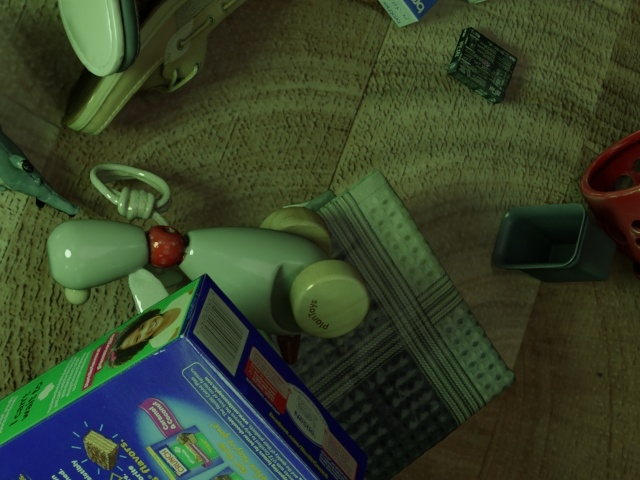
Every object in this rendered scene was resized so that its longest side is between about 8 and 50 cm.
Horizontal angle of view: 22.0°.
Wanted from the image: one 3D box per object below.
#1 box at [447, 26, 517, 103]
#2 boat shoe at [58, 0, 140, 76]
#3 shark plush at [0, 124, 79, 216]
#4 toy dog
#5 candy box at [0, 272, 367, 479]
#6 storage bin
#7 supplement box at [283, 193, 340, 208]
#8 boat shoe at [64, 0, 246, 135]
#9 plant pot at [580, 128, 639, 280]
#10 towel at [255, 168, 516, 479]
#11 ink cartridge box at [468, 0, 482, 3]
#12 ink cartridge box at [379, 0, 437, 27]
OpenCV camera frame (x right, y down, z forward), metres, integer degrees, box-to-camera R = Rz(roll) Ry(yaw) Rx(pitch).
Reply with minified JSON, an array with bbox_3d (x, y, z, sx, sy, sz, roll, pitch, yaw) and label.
[{"bbox_3d":[0.207,-0.222,2.090,0.083,0.018,0.067,29,70,-26],"label":"box"},{"bbox_3d":[-0.222,-0.311,1.733,0.099,0.116,0.319,2,57,-33],"label":"boat shoe"},{"bbox_3d":[-0.323,-0.072,1.711,0.073,0.067,0.161,-46,108,-28],"label":"shark plush"},{"bbox_3d":[-0.118,0.056,1.731,0.334,0.220,0.161,13,116,-1],"label":"toy dog"},{"bbox_3d":[-0.158,0.226,1.633,0.268,0.317,0.122,50,24,-18],"label":"candy box"},{"bbox_3d":[0.301,0.006,2.063,0.091,0.135,0.098,29,69,-38],"label":"storage bin"},{"bbox_3d":[0.000,0.000,1.922,0.062,0.036,0.098,-14,93,-33],"label":"supplement box"},{"bbox_3d":[-0.166,-0.215,1.807,0.098,0.109,0.302,45,58,-18],"label":"boat shoe"},{"bbox_3d":[0.456,-0.042,2.126,0.191,0.191,0.174,-40,110,-29],"label":"plant pot"},{"bbox_3d":[0.027,0.122,1.888,0.312,0.056,0.324,-36,105,-12],"label":"towel"},{"bbox_3d":[0.228,-0.431,2.085,0.160,0.093,0.219,51,62,-16],"label":"ink cartridge box"},{"bbox_3d":[0.075,-0.373,2.010,0.097,0.046,0.207,-47,109,-26],"label":"ink cartridge box"}]
